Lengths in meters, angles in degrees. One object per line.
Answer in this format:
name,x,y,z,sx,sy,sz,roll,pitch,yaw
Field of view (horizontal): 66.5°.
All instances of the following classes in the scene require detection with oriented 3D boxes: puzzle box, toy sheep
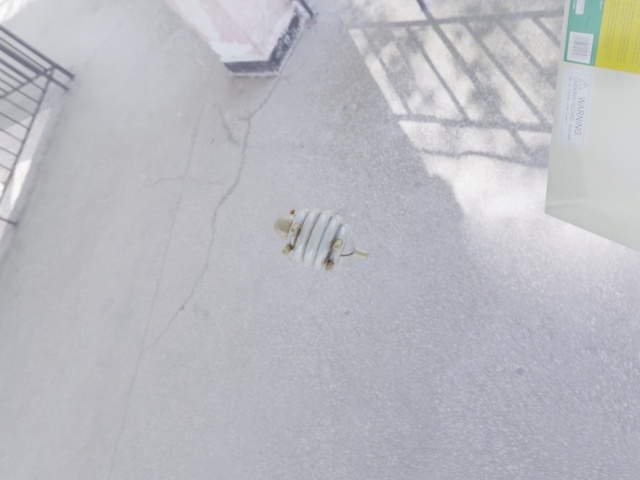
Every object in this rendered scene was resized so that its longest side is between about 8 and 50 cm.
puzzle box,0.405,-0.155,0.553,0.052,0.408,0.272,-31,41,-21
toy sheep,0.000,0.000,0.646,0.132,0.091,0.091,25,81,3
